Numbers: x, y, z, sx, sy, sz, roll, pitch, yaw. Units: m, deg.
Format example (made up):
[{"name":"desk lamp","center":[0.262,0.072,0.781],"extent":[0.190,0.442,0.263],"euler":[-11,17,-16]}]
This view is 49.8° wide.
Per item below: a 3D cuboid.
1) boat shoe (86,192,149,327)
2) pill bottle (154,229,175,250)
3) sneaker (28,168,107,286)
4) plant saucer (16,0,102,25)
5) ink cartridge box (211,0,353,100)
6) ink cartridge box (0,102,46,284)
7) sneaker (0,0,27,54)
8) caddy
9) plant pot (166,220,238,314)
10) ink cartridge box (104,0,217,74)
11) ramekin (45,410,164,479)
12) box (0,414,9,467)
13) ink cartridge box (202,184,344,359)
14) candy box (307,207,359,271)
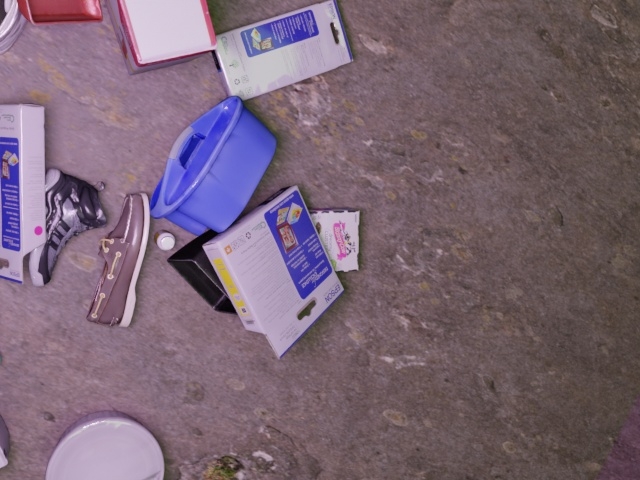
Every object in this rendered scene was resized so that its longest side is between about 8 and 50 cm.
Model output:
[{"name":"boat shoe","center":[-0.470,0.043,1.604],"extent":[0.096,0.116,0.325],"euler":[9,101,-25]},{"name":"pill bottle","center":[-0.372,0.000,1.649],"extent":[0.043,0.083,0.043],"euler":[-3,100,-20]},{"name":"sneaker","center":[-0.566,-0.020,1.559],"extent":[0.153,0.101,0.269],"euler":[10,92,-20]},{"name":"plant saucer","center":[-0.560,-0.577,1.416],"extent":[0.047,0.258,0.259],"euler":[-3,108,16]},{"name":"ink cartridge box","center":[-0.095,-0.465,1.695],"extent":[0.332,0.065,0.166],"euler":[-22,106,-15]},{"name":"ink cartridge box","center":[-0.660,-0.104,1.470],"extent":[0.069,0.175,0.371],"euler":[-5,101,-53]},{"name":"sneaker","center":[-0.625,-0.526,1.422],"extent":[0.108,0.169,0.293],"euler":[24,87,-21]},{"name":"caddy","center":[-0.257,-0.173,1.567],"extent":[0.179,0.241,0.341],"euler":[38,65,-27]},{"name":"plant pot","center":[-0.227,0.054,1.671],"extent":[0.188,0.187,0.167],"euler":[48,66,-21]},{"name":"ink cartridge box","center":[-0.352,-0.500,1.417],"extent":[0.160,0.384,0.279],"euler":[-18,105,-14]},{"name":"ramekin","center":[-0.518,0.538,1.655],"extent":[0.272,0.127,0.273],"euler":[-3,99,-21]},{"name":"box","center":[-0.774,0.409,1.505],"extent":[0.119,0.181,0.182],"euler":[-24,105,-19]},{"name":"ink cartridge box","center":[-0.098,0.070,1.628],"extent":[0.303,0.072,0.307],"euler":[-41,115,-46]},{"name":"candy box","center":[0.000,0.000,1.801],"extent":[0.196,0.070,0.165],"euler":[-3,99,-20]}]
